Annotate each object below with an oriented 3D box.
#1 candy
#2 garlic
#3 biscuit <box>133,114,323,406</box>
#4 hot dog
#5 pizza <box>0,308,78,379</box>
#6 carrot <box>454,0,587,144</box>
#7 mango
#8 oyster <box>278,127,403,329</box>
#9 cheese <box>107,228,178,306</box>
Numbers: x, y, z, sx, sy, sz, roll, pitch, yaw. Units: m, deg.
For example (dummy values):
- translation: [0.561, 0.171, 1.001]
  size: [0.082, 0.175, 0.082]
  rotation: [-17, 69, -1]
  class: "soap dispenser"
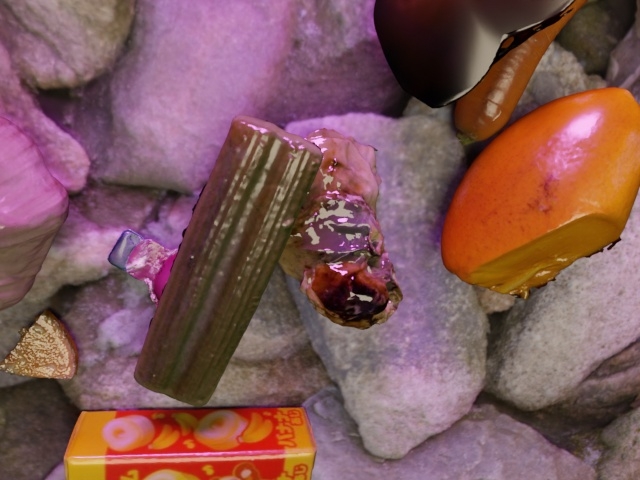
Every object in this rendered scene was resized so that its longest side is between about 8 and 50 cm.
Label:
- translation: [-0.151, 0.286, 0.631]
  size: [0.276, 0.088, 0.146]
  rotation: [1, 111, -13]
  class: "candy"
- translation: [-0.331, -0.005, 0.420]
  size: [0.219, 0.212, 0.218]
  rotation: [-4, 117, -8]
  class: "garlic"
- translation: [-0.103, 0.036, 0.520]
  size: [0.099, 0.038, 0.322]
  rotation: [25, 107, -6]
  class: "biscuit"
- translation: [0.175, -0.289, 0.476]
  size: [0.326, 0.107, 0.194]
  rotation: [-38, 90, 19]
  class: "hot dog"
- translation: [-0.309, 0.119, 0.569]
  size: [0.078, 0.025, 0.083]
  rotation: [-17, 106, -10]
  class: "pizza"
- translation: [0.224, -0.217, 0.540]
  size: [0.066, 0.062, 0.271]
  rotation: [35, 97, 12]
  class: "carrot"
- translation: [0.227, -0.045, 0.544]
  size: [0.126, 0.154, 0.252]
  rotation: [13, 123, -35]
  class: "mango"
- translation: [0.016, 0.002, 0.557]
  size: [0.162, 0.107, 0.232]
  rotation: [-23, 111, 6]
  class: "oyster"
- translation: [-0.156, 0.041, 0.565]
  size: [0.145, 0.038, 0.095]
  rotation: [32, 99, -14]
  class: "cheese"
